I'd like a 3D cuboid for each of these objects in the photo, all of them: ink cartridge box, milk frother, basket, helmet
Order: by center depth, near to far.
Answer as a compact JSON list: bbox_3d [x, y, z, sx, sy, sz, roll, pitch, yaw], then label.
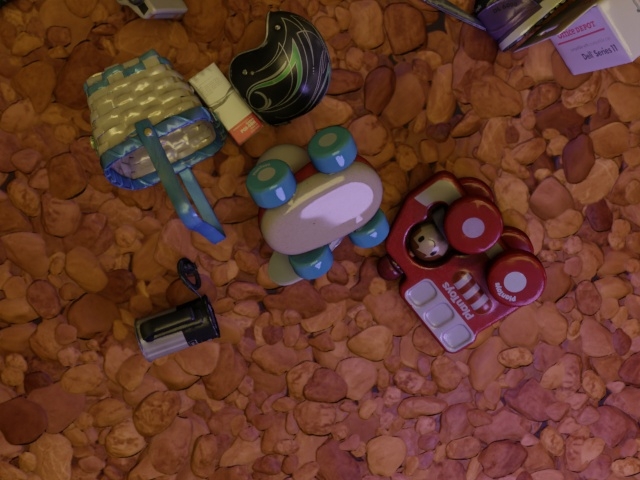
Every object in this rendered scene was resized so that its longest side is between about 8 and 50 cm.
[{"bbox_3d":[-0.245,-0.134,1.095,0.201,0.255,0.289,-31,82,-4],"label":"basket"},{"bbox_3d":[-0.061,-0.293,1.137,0.161,0.169,0.169,-35,101,14],"label":"helmet"},{"bbox_3d":[-0.163,-0.231,1.162,0.056,0.099,0.135,-39,102,-3],"label":"ink cartridge box"},{"bbox_3d":[0.539,-0.406,1.177,0.353,0.207,0.119,-37,100,0],"label":"ink cartridge box"},{"bbox_3d":[-0.267,0.122,1.210,0.134,0.129,0.143,-19,57,-5],"label":"milk frother"}]

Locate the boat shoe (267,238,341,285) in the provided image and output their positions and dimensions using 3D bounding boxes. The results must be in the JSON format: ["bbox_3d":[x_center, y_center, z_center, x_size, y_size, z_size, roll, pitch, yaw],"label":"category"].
[{"bbox_3d":[0.000,-0.001,1.224,0.079,0.081,0.227,42,84,17],"label":"boat shoe"}]

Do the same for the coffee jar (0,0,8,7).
[{"bbox_3d":[-0.564,-0.404,1.095,0.184,0.079,0.096,-44,101,0],"label":"coffee jar"}]

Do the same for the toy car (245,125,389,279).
[{"bbox_3d":[-0.028,-0.104,1.139,0.210,0.238,0.219,-29,134,-1],"label":"toy car"}]

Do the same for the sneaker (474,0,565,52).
[{"bbox_3d":[0.402,-0.476,1.205,0.283,0.107,0.124,-40,92,-4],"label":"sneaker"}]

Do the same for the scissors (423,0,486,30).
[{"bbox_3d":[0.169,-0.445,1.220,0.297,0.021,0.109,40,89,-12],"label":"scissors"}]

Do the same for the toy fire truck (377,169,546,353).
[{"bbox_3d":[0.245,0.039,1.236,0.254,0.169,0.302,-38,101,18],"label":"toy fire truck"}]

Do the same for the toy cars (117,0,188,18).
[{"bbox_3d":[-0.393,-0.475,1.071,0.393,0.176,0.087,30,132,-27],"label":"toy cars"}]
